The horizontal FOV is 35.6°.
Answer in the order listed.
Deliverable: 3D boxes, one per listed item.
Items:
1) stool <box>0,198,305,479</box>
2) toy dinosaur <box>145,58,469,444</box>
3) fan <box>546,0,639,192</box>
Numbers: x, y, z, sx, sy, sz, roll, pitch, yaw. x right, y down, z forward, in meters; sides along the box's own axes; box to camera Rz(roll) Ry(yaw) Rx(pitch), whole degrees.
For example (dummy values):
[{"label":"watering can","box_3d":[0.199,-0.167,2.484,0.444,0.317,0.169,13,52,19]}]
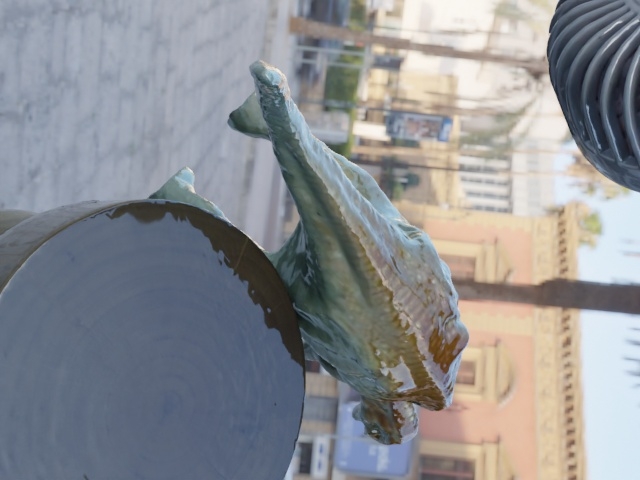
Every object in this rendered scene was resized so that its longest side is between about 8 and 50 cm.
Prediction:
[{"label":"stool","box_3d":[-0.161,0.070,0.534,0.264,0.179,0.179,-2,-100,47]},{"label":"toy dinosaur","box_3d":[0.000,0.000,0.507,0.092,0.205,0.393,-39,166,-19]},{"label":"fan","box_3d":[0.164,-0.122,0.434,0.074,0.130,0.244,52,34,-38]}]
